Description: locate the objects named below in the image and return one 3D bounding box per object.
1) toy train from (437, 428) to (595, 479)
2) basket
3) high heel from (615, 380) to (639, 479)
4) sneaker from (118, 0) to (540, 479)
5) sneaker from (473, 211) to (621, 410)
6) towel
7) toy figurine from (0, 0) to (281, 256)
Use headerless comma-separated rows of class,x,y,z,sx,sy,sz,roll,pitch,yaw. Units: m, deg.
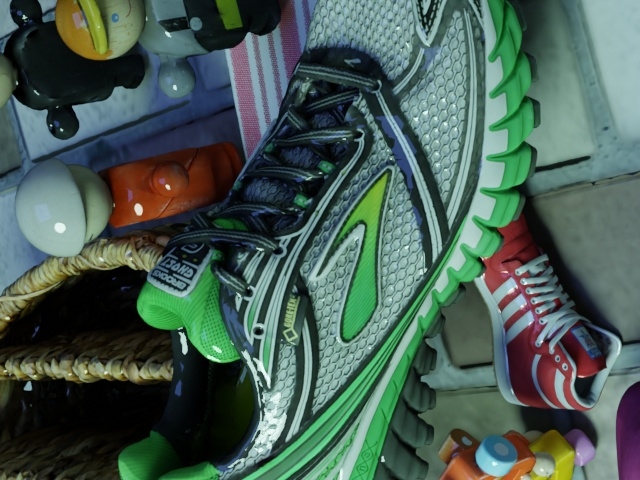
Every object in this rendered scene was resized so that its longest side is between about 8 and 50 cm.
toy train,0.078,0.142,0.779,0.046,0.125,0.166,49,138,28
basket,-0.127,0.106,0.919,0.299,0.223,0.213,-2,102,49
high heel,0.220,0.252,0.705,0.181,0.127,0.377,-132,34,-68
sneaker,0.000,0.000,0.713,0.134,0.146,0.343,23,100,54
sneaker,0.117,0.034,0.758,0.067,0.042,0.118,7,116,51
towel,0.012,-0.096,0.846,0.197,0.029,0.144,4,106,50
toy figurine,-0.142,-0.120,0.889,0.213,0.148,0.209,52,141,33
